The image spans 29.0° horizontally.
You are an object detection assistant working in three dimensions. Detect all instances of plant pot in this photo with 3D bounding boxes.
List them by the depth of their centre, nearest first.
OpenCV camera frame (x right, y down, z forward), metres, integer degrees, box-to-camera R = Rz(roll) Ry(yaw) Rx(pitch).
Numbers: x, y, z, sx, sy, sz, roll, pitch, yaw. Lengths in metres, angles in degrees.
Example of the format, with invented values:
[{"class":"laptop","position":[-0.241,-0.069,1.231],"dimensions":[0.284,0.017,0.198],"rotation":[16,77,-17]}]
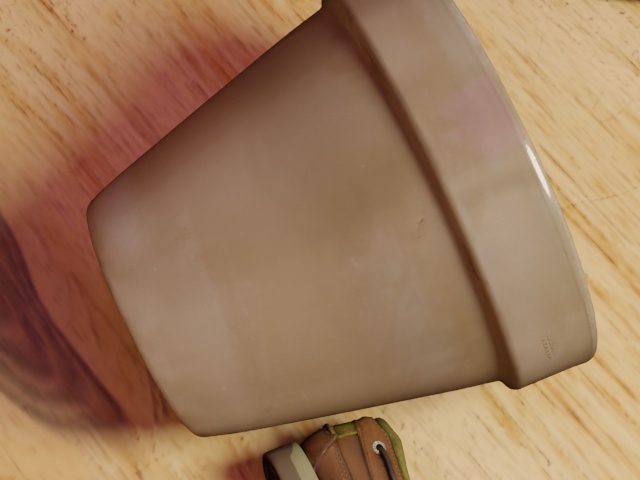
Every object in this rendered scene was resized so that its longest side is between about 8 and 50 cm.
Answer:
[{"class":"plant pot","position":[0.000,0.000,0.890],"dimensions":[0.280,0.323,0.323],"rotation":[-27,68,-1]}]

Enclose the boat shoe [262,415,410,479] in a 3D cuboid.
[{"class":"boat shoe","position":[0.067,0.260,0.849],"dimensions":[0.104,0.111,0.307],"rotation":[-20,68,-15]}]
